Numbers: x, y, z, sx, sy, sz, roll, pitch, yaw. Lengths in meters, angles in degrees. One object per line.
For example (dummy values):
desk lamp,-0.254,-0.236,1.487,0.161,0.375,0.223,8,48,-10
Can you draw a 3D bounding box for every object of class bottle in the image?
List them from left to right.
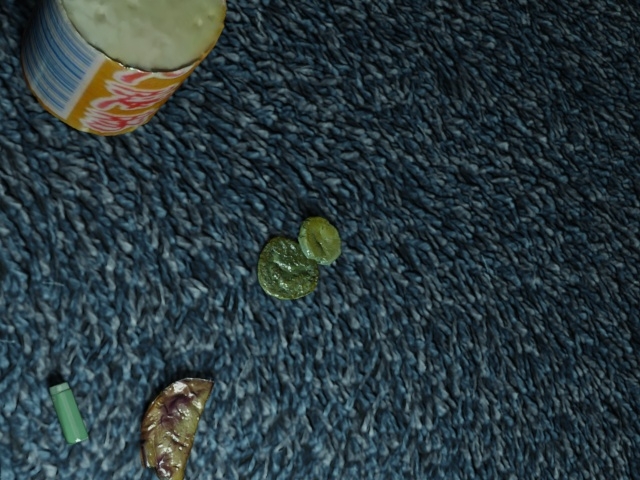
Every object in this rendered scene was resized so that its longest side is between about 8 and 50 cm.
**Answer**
bottle,-0.343,0.235,1.320,0.030,0.030,0.083,-19,87,-28

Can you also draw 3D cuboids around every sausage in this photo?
sausage,-0.277,-0.290,1.323,0.233,0.287,0.233,6,75,-24

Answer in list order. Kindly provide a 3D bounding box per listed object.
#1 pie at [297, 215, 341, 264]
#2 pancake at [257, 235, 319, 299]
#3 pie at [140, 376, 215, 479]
pie,0.000,0.000,1.537,0.084,0.020,0.084,16,63,-35
pancake,-0.050,0.045,1.512,0.108,0.017,0.108,6,76,-24
pie,-0.210,0.269,1.376,0.092,0.034,0.169,21,71,-25
